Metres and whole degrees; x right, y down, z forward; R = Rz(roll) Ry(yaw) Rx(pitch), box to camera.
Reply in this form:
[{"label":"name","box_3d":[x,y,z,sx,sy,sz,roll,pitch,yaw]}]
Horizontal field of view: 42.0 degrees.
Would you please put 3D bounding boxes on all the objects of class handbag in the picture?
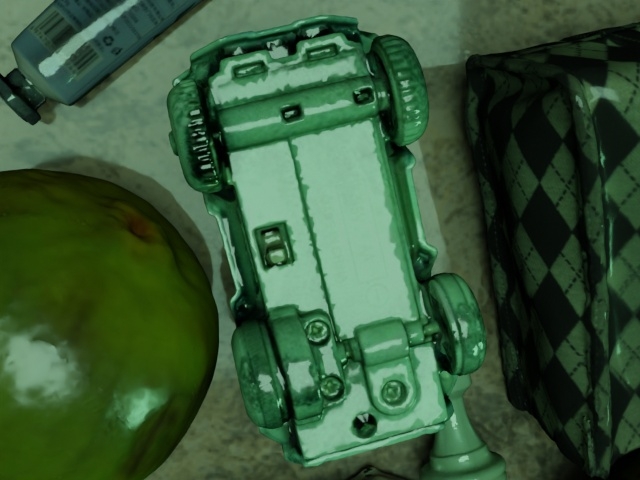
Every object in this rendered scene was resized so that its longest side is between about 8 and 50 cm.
[{"label":"handbag","box_3d":[0.335,-0.020,0.604,0.416,0.180,0.317,-16,108,-11]}]

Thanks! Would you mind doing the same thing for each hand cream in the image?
[{"label":"hand cream","box_3d":[-0.113,-0.176,0.564,0.256,0.055,0.088,-43,94,-3]}]

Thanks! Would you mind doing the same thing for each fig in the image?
[{"label":"fig","box_3d":[-0.168,0.077,0.513,0.207,0.207,0.230,20,100,-11]}]

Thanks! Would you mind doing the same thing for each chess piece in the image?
[{"label":"chess piece","box_3d":[0.101,0.140,0.639,0.067,0.067,0.103,-12,90,-7]}]

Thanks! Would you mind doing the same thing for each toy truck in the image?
[{"label":"toy truck","box_3d":[0.000,0.000,0.550,0.155,0.156,0.279,-15,95,-6]}]

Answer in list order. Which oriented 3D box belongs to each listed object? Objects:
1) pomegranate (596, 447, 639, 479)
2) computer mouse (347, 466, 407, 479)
[{"label":"pomegranate","box_3d":[0.317,0.270,0.623,0.301,0.236,0.236,21,95,-37]},{"label":"computer mouse","box_3d":[-0.013,0.289,0.617,0.389,0.115,0.200,-22,86,-25]}]
